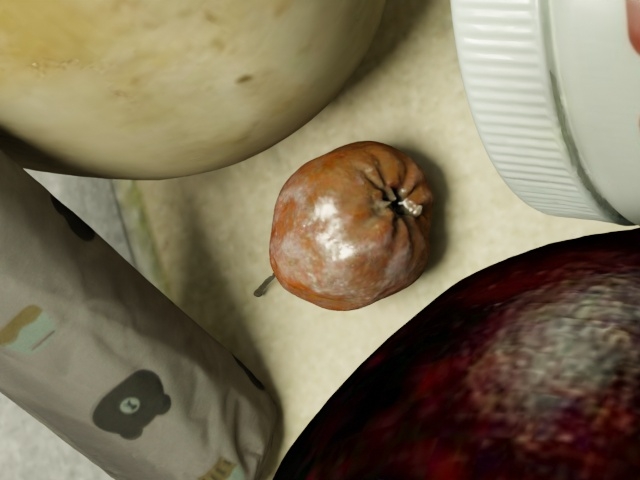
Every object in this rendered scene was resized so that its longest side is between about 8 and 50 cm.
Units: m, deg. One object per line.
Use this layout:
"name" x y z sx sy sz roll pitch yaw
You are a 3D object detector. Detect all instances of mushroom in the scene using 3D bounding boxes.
"mushroom" -0.108 -0.176 0.704 0.292 0.292 0.290 4 73 29

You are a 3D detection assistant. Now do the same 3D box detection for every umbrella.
"umbrella" -0.124 0.010 0.665 0.073 0.337 0.067 -18 51 22

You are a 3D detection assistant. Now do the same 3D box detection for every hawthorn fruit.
"hawthorn fruit" 0.000 0.000 0.743 0.103 0.066 0.067 -21 78 43

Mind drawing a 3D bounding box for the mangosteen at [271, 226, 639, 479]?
"mangosteen" 0.125 0.125 0.536 0.313 0.297 0.297 -44 69 17

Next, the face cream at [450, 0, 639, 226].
"face cream" 0.164 -0.098 0.571 0.187 0.201 0.201 6 91 29
